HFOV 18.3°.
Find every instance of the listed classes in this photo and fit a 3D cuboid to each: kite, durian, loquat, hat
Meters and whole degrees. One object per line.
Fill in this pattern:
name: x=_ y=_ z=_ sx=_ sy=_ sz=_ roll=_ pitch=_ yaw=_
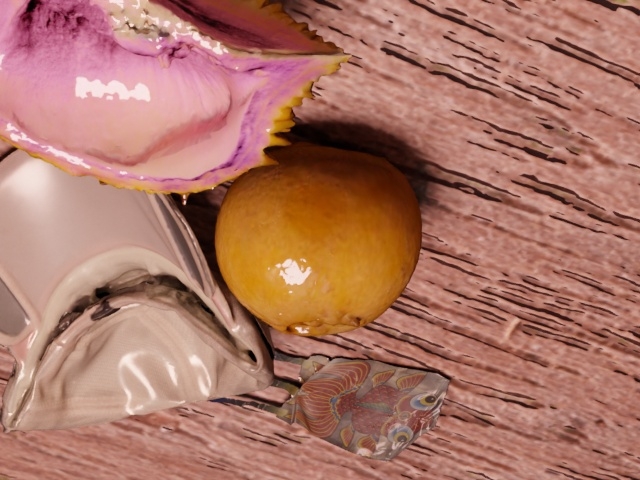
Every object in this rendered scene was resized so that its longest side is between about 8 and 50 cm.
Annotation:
kite: x=-0.017 y=0.121 z=1.550 sx=0.229 sy=0.016 sz=0.127 roll=14 pitch=134 yaw=-10
durian: x=-0.159 y=-0.141 z=1.212 sx=0.341 sy=0.112 sz=0.191 roll=22 pitch=146 yaw=-6
loquat: x=0.000 y=0.000 z=1.325 sx=0.141 sy=0.141 sz=0.141 roll=3 pitch=138 yaw=3
hat: x=-0.145 y=0.027 z=1.419 sx=0.219 sy=0.164 sz=0.226 roll=-12 pitch=96 yaw=21
